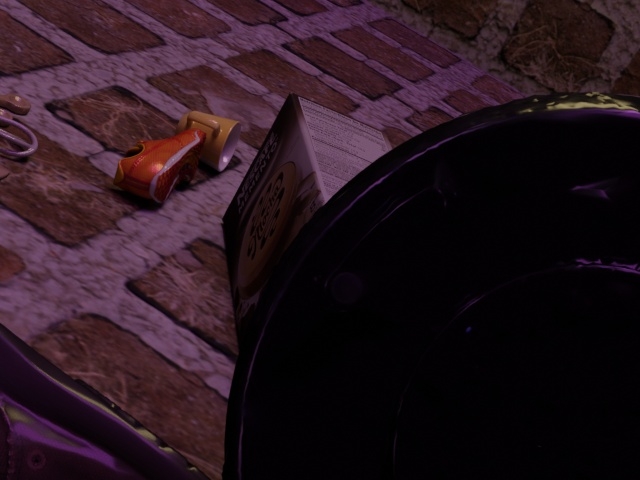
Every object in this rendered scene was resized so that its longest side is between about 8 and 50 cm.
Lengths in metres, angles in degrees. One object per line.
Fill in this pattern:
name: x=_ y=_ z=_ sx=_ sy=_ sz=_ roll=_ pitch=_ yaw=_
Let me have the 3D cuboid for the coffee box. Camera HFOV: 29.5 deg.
coffee box: x=0.000 y=0.000 z=1.154 sx=0.119 sy=0.168 sz=0.297 roll=22 pitch=22 yaw=-18

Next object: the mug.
mug: x=-0.132 y=-0.126 z=1.406 sx=0.064 sy=0.078 sz=0.062 roll=23 pitch=42 yaw=8

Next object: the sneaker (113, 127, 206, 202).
sneaker: x=-0.167 y=-0.091 z=1.297 sx=0.067 sy=0.064 sz=0.175 roll=21 pitch=18 yaw=7

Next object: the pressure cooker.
pressure cooker: x=0.146 y=0.112 z=0.750 sx=0.375 sy=0.370 sz=0.420 roll=36 pitch=-1 yaw=9

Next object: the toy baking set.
toy baking set: x=-0.376 y=-0.149 z=1.207 sx=0.196 sy=0.030 sz=0.256 roll=19 pitch=23 yaw=-24

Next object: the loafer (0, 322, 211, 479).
loafer: x=-0.179 y=0.138 z=0.729 sx=0.366 sy=0.130 sz=0.134 roll=38 pitch=-12 yaw=-2
